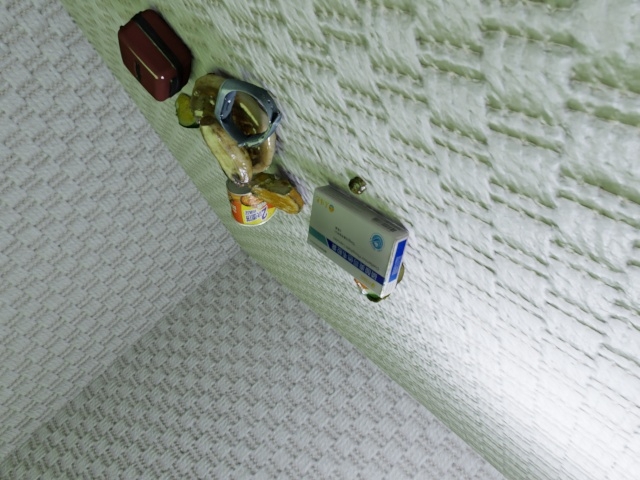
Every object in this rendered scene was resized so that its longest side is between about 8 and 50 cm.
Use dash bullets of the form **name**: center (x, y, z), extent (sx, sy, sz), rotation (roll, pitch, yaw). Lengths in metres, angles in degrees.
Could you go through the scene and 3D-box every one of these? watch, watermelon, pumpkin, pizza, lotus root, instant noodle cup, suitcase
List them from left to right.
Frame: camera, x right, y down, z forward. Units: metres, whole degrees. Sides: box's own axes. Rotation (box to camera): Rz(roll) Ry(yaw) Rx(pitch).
- **suitcase**: center (-0.573, -0.631, 1.672), extent (0.236, 0.161, 0.297), rotation (48, 165, -12)
- **watermelon**: center (-0.525, -0.534, 1.999), extent (0.301, 0.123, 0.129), rotation (33, 129, 45)
- **lotus root**: center (-0.293, -0.286, 1.540), extent (0.110, 0.097, 0.258), rotation (-3, 133, 30)
- **watch**: center (-0.216, -0.363, 1.404), extent (0.193, 0.068, 0.206), rotation (37, 142, 1)
- **instant noodle cup**: center (-0.301, -0.194, 2.034), extent (0.213, 0.213, 0.174), rotation (38, 155, 33)
- **pizza**: center (-0.161, -0.182, 1.806), extent (0.223, 0.089, 0.323), rotation (24, 171, 3)
- **pumpkin**: center (0.097, -0.147, 1.317), extent (0.050, 0.028, 0.083), rotation (49, 162, -1)

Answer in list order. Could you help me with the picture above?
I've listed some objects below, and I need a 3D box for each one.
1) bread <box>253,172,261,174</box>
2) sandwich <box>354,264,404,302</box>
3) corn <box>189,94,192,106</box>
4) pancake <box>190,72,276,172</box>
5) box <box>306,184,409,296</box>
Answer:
- **bread**: center (-0.263, -0.319, 1.803), extent (0.160, 0.073, 0.160), rotation (43, 164, 16)
- **sandwich**: center (0.182, 0.101, 1.611), extent (0.212, 0.109, 0.292), rotation (49, 164, 32)
- **corn**: center (-0.421, -0.514, 1.726), extent (0.079, 0.079, 0.237), rotation (51, 165, -17)
- **pancake**: center (-0.299, -0.376, 1.602), extent (0.382, 0.071, 0.382), rotation (31, 147, 22)
- **box**: center (0.099, -0.006, 1.432), extent (0.343, 0.065, 0.200), rotation (35, 129, 38)
